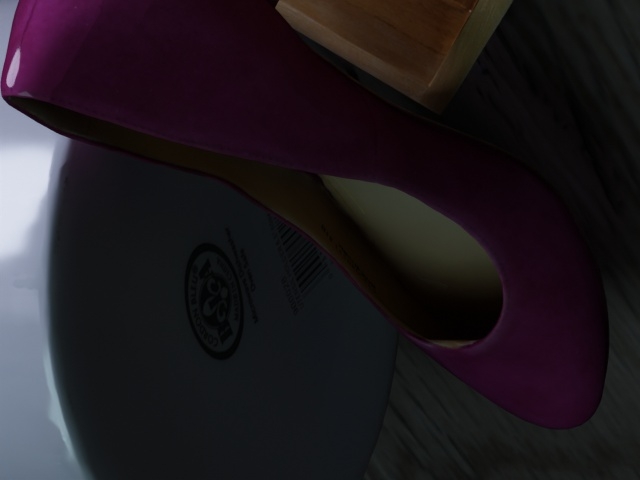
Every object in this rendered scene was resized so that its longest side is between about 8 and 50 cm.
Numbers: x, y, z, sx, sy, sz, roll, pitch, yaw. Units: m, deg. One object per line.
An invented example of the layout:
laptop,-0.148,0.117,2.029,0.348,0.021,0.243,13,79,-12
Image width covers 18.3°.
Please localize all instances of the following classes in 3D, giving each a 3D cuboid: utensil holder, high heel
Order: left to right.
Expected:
utensil holder,-0.197,0.027,1.070,0.385,0.327,0.328,-1,127,34
high heel,0.000,0.000,0.901,0.127,0.181,0.377,-13,126,45

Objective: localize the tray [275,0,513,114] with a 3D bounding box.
tray,0.046,-0.238,0.803,0.203,0.076,0.411,31,145,0
